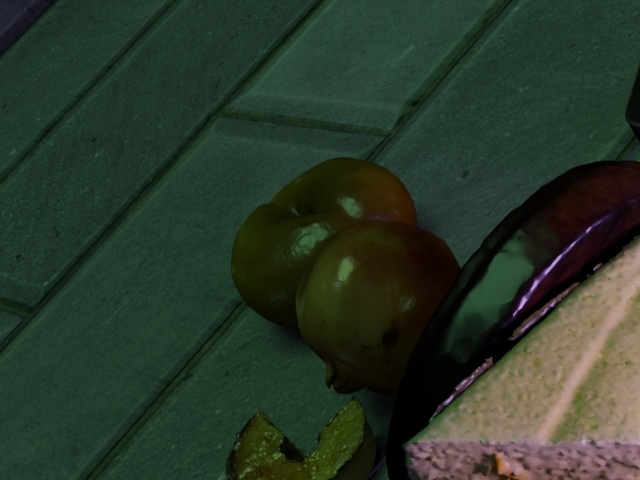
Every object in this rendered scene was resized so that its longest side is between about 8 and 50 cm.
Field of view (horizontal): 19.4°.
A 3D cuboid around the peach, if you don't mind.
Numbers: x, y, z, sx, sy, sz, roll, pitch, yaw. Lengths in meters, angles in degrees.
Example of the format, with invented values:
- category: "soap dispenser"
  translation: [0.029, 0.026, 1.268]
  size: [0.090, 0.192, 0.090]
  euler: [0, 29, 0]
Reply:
- category: "peach"
  translation: [0.000, 0.000, 2.370]
  size: [0.251, 0.153, 0.251]
  euler: [-20, 34, 14]

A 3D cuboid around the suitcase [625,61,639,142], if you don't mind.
- category: "suitcase"
  translation: [0.508, -0.229, 2.094]
  size: [0.283, 0.194, 0.434]
  euler: [-13, 37, 36]

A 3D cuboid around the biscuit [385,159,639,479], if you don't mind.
- category: "biscuit"
  translation: [0.206, 0.104, 1.760]
  size: [0.091, 0.407, 0.407]
  euler: [34, 71, 27]

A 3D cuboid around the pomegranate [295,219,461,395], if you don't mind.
- category: "pomegranate"
  translation: [0.068, 0.072, 2.133]
  size: [0.209, 0.209, 0.209]
  euler: [-27, 31, 18]

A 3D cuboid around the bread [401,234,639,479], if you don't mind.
- category: "bread"
  translation: [0.237, 0.126, 1.714]
  size: [0.242, 0.346, 0.405]
  euler: [3, 50, 12]

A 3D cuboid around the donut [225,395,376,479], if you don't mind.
- category: "donut"
  translation: [-0.019, 0.254, 2.105]
  size: [0.181, 0.078, 0.146]
  euler: [-10, 40, 29]
